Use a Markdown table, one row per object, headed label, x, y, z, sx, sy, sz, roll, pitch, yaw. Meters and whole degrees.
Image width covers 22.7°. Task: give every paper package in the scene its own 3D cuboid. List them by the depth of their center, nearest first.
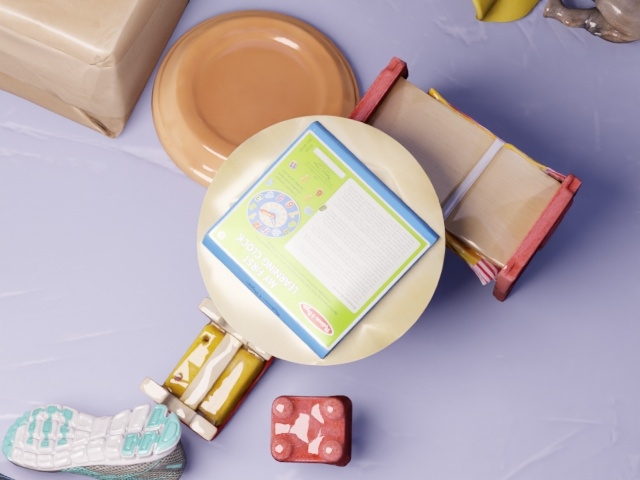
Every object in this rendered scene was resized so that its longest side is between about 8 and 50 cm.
| label | x | y | z | sx | sy | sz | roll | pitch | yaw |
| --- | --- | --- | --- | --- | --- | --- | --- | --- | --- |
| paper package | -0.258 | -0.306 | 1.481 | 0.310 | 0.168 | 0.324 | 23 | 66 | 1 |

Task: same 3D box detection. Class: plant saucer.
| label | x | y | z | sx | sy | sz | roll | pitch | yaw |
| --- | --- | --- | --- | --- | --- | --- | --- | --- | --- |
| plant saucer | -0.059 | -0.134 | 1.504 | 0.200 | 0.037 | 0.200 | 3 | 67 | -7 |

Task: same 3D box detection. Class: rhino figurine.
| label | x | y | z | sx | sy | sz | roll | pitch | yaw |
| --- | --- | --- | --- | --- | --- | --- | --- | --- | --- |
| rhino figurine | 0.327 | -0.292 | 1.596 | 0.106 | 0.073 | 0.243 | 32 | 66 | 11 |

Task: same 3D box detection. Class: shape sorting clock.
| label | x | y | z | sx | sy | sz | roll | pitch | yaw |
| --- | --- | --- | --- | --- | --- | --- | --- | --- | --- |
| shape sorting clock | 0.000 | 0.000 | 1.314 | 0.206 | 0.040 | 0.206 | 0 | 86 | 5 |

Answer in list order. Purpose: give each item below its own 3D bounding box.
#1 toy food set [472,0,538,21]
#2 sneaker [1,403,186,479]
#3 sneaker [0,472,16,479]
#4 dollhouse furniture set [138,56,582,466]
| label | x | y | z | sx | sy | sz | roll | pitch | yaw |
| --- | --- | --- | --- | --- | --- | --- | --- | --- | --- |
| toy food set | 0.195 | -0.313 | 1.581 | 0.071 | 0.128 | 0.218 | 24 | 65 | 40 |
| sneaker | -0.188 | 0.182 | 1.345 | 0.167 | 0.076 | 0.065 | 0 | 50 | 19 |
| sneaker | -0.313 | 0.211 | 1.275 | 0.341 | 0.139 | 0.125 | 16 | 70 | 2 |
| dollhouse furniture set | 0.040 | 0.047 | 1.405 | 0.201 | 0.152 | 0.374 | 36 | 85 | 8 |
